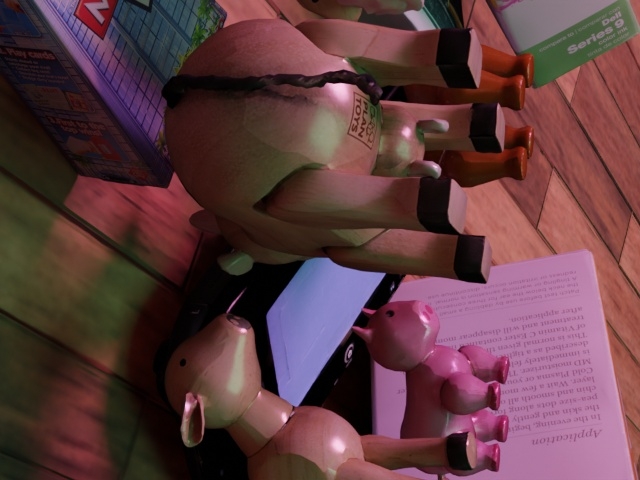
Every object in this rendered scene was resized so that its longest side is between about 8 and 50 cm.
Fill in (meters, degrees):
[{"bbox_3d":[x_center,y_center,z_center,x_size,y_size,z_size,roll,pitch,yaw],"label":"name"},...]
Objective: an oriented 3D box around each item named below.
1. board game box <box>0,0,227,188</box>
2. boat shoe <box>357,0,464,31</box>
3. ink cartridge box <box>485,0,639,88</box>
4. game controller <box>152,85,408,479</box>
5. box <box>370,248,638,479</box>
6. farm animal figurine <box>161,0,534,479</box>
[{"bbox_3d":[-0.112,-0.151,0.688,0.194,0.060,0.194,40,63,-58],"label":"board game box"},{"bbox_3d":[0.079,-0.150,1.021,0.183,0.065,0.083,51,52,-52],"label":"boat shoe"},{"bbox_3d":[0.127,-0.231,0.990,0.212,0.093,0.154,48,18,-52],"label":"ink cartridge box"},{"bbox_3d":[0.001,0.022,0.929,0.319,0.067,0.166,-54,141,-39],"label":"game controller"},{"bbox_3d":[0.138,0.208,0.986,0.345,0.168,0.215,-89,164,-47],"label":"box"},{"bbox_3d":[0.000,0.000,0.728,0.326,0.172,0.330,71,27,-57],"label":"farm animal figurine"}]
